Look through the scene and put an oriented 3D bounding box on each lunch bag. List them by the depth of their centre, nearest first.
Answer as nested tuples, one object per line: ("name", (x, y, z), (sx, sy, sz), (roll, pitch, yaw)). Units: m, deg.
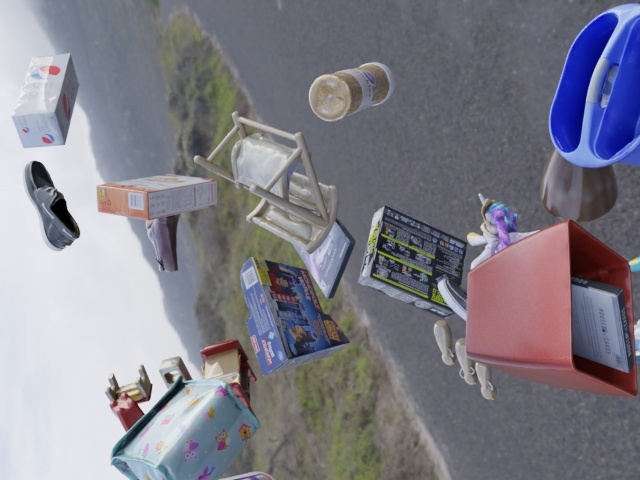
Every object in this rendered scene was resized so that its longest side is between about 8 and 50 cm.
("lunch bag", (-0.290, 0.397, 1.425), (0.262, 0.223, 0.160), (-6, 124, 48))

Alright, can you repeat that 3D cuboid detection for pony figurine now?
("pony figurine", (0.607, 0.039, 2.331), (0.350, 0.303, 0.363), (64, -179, 19))

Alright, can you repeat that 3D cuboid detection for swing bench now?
("swing bench", (-0.107, -0.131, 1.603), (0.253, 0.165, 0.254), (27, 163, 44))

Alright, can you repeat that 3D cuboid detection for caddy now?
("caddy", (0.619, -0.312, 1.466), (0.241, 0.179, 0.341), (24, 102, 53))

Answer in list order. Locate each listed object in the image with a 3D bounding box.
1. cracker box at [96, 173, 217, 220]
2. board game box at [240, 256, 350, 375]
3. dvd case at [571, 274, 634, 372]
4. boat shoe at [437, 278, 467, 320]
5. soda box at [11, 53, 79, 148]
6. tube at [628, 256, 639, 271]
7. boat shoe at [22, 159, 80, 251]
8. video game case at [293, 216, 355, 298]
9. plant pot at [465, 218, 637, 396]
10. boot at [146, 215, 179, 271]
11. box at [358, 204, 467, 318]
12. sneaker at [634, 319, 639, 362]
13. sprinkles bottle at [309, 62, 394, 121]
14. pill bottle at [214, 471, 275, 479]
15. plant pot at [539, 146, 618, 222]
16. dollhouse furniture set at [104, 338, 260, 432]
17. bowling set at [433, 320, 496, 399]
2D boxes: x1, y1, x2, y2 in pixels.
("cracker box", (-0.365, -0.103, 1.596), (0.232, 0.156, 0.067), (-19, -66, -57))
("board game box", (-0.042, 0.137, 1.209), (0.194, 0.060, 0.194), (18, -137, -50))
("dvd case", (0.447, 0.134, 1.289), (0.239, 0.030, 0.179), (17, 137, 48))
("boat shoe", (0.389, 0.169, 1.724), (0.228, 0.080, 0.076), (49, 117, 13))
("soda box", (-0.487, -0.253, 1.257), (0.216, 0.074, 0.069), (-102, 8, -48))
("tube", (0.722, 0.038, 1.488), (0.207, 0.080, 0.052), (-27, 65, 47))
("boat shoe", (-0.634, -0.093, 1.668), (0.084, 0.079, 0.233), (0, -118, -62))
("video game case", (0.000, 0.000, 1.961), (0.274, 0.026, 0.196), (55, 135, 44))
("plant pot", (0.423, 0.145, 1.332), (0.236, 0.267, 0.267), (-14, 61, 42))
("boot", (-0.430, -0.014, 2.027), (0.248, 0.090, 0.206), (-6, 97, 59))
("box", (0.246, 0.056, 1.842), (0.060, 0.270, 0.216), (-36, 36, 59))
("sneaker", (0.713, 0.213, 1.527), (0.228, 0.088, 0.092), (131, 152, -67))
("sprinkles bottle", (0.093, -0.409, 1.917), (0.355, 0.121, 0.121), (-37, -55, -59))
("pill bottle", (-0.152, 0.461, 1.203), (0.193, 0.108, 0.108), (22, -128, -62))
("plant pot", (0.720, -0.200, 1.969), (0.230, 0.216, 0.215), (60, -169, -53))
("dollhouse furniture set", (-0.355, 0.409, 1.796), (0.201, 0.375, 0.152), (-100, -7, -61))
("bowling set", (0.467, 0.312, 1.969), (0.287, 0.200, 0.154), (-128, 17, -60))
